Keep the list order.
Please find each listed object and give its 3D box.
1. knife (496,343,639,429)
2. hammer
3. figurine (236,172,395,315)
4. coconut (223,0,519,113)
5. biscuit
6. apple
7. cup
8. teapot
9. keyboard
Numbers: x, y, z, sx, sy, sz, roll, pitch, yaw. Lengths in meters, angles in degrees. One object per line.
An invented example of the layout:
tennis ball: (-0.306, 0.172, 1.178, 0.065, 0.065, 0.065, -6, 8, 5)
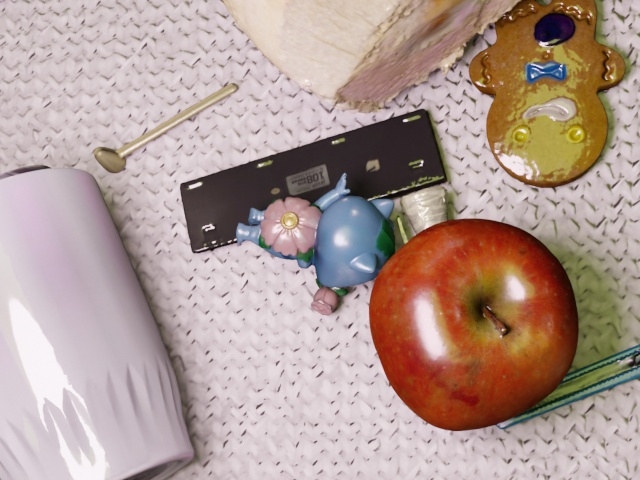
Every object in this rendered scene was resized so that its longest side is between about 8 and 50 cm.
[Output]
knife: (0.326, 0.146, 1.419, 0.296, 0.026, 0.044, -23, 87, 7)
hammer: (-0.189, -0.146, 1.578, 0.195, 0.060, 0.028, -31, 74, 1)
figurine: (-0.001, 0.005, 1.476, 0.178, 0.144, 0.114, 9, 47, 10)
coconut: (0.041, -0.374, 1.401, 0.404, 0.404, 0.405, -2, 79, 12)
biscuit: (0.262, -0.178, 1.492, 0.180, 0.039, 0.236, -3, 81, 11)
apple: (0.159, 0.089, 1.376, 0.230, 0.230, 0.230, -2, 79, 12)
cup: (-0.309, 0.119, 1.448, 0.253, 0.253, 0.371, -27, 76, 6)
teapot: (0.124, -0.014, 1.481, 0.067, 0.057, 0.083, -17, 81, 4)
keyboard: (-0.011, -0.064, 1.534, 0.317, 0.027, 0.106, -15, 73, 9)
